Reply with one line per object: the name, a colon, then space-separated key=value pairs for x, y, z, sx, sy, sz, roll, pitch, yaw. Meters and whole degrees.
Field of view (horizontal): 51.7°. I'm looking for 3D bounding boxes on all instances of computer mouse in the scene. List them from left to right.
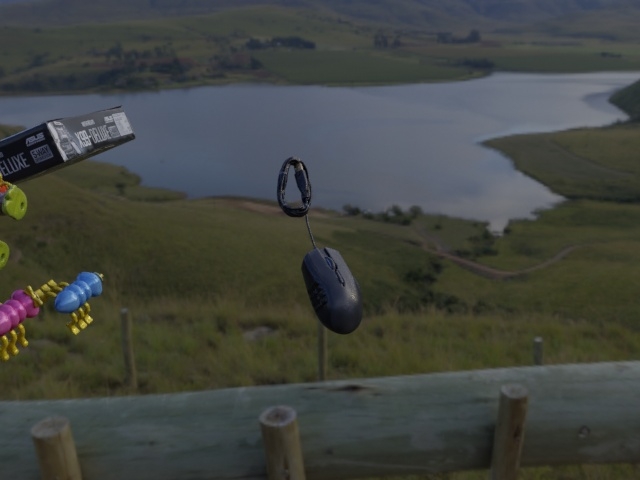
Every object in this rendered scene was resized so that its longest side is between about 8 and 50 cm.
computer mouse: x=0.000 y=0.000 z=0.829 sx=0.071 sy=0.242 sz=0.041 roll=-11 pitch=-16 yaw=-32

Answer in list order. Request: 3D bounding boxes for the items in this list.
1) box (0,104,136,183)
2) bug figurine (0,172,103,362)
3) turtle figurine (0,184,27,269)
box: x=-0.519 y=-0.164 z=1.237 sx=0.242 sy=0.077 sz=0.307 roll=-18 pitch=13 yaw=13
bug figurine: x=-0.431 y=0.032 z=0.906 sx=0.072 sy=0.279 sz=0.216 roll=-37 pitch=12 yaw=32
turtle figurine: x=-0.485 y=-0.021 z=0.792 sx=0.217 sy=0.087 sz=0.270 roll=12 pitch=54 yaw=-2
